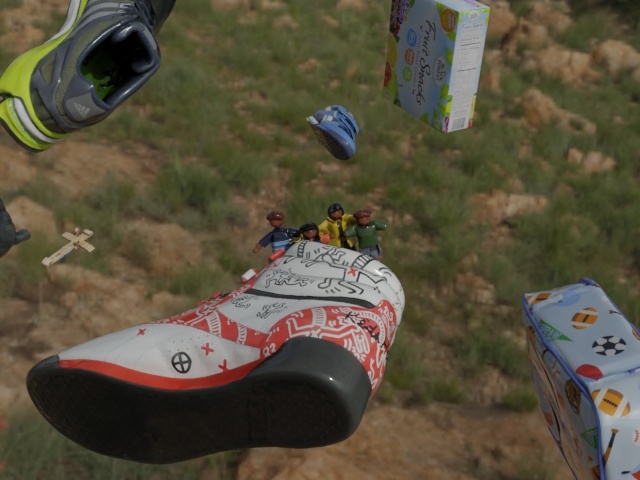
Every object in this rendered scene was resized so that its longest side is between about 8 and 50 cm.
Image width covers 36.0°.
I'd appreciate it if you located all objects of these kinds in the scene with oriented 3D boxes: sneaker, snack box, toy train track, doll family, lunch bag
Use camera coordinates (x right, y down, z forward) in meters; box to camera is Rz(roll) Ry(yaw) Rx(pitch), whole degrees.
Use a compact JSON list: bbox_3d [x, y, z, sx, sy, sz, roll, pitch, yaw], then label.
[{"bbox_3d":[0.025,-0.154,1.356,0.059,0.053,0.144,-29,28,-4],"label":"sneaker"},{"bbox_3d":[0.184,-0.305,1.613,0.070,0.207,0.174,-17,38,-29],"label":"snack box"},{"bbox_3d":[-0.070,0.075,0.697,0.270,0.090,0.145,-8,30,30],"label":"sneaker"},{"bbox_3d":[-0.208,-0.209,1.028,0.121,0.111,0.300,-4,47,32],"label":"sneaker"},{"bbox_3d":[-0.313,0.006,1.221,0.048,0.014,0.083,26,42,18],"label":"toy train track"},{"bbox_3d":[0.000,0.000,1.433,0.192,0.111,0.076,-16,18,-12],"label":"doll family"},{"bbox_3d":[0.331,0.198,1.165,0.114,0.243,0.303,-16,27,2],"label":"lunch bag"}]

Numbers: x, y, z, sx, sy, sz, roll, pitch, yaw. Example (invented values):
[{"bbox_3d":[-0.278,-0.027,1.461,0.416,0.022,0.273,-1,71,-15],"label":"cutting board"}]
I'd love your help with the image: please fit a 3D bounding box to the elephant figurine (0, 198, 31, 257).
[{"bbox_3d":[-0.671,-0.022,1.713,0.239,0.186,0.169,-4,35,15],"label":"elephant figurine"}]
